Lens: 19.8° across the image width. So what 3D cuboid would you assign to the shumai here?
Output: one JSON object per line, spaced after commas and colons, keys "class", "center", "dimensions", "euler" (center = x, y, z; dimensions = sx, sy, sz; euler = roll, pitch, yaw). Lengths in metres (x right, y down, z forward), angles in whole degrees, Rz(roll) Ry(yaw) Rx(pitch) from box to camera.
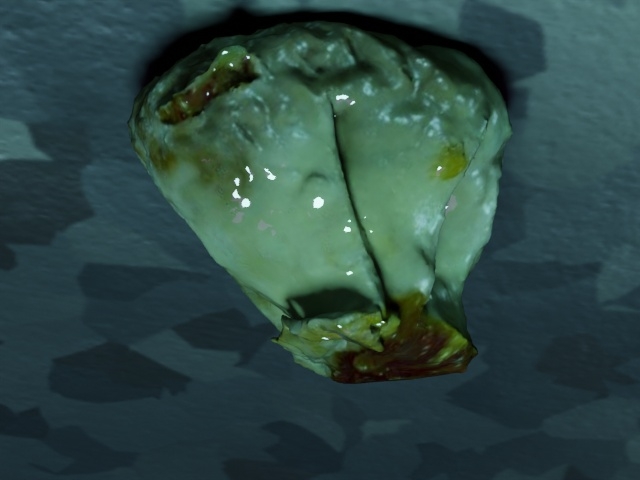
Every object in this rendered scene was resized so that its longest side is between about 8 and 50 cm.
{"class": "shumai", "center": [-0.006, -0.001, 0.847], "dimensions": [0.184, 0.142, 0.184], "euler": [0, 145, 0]}
